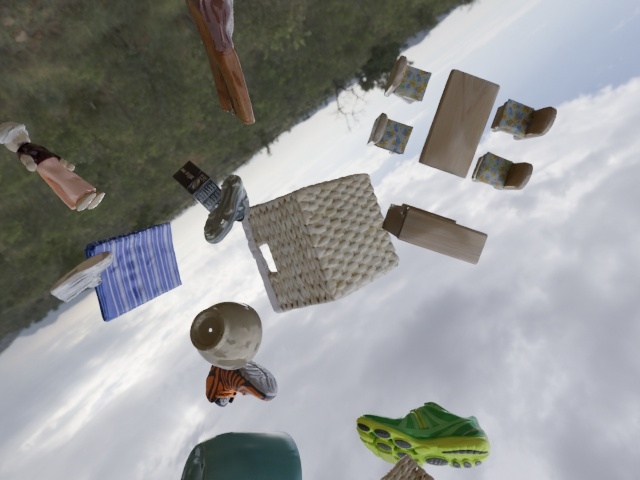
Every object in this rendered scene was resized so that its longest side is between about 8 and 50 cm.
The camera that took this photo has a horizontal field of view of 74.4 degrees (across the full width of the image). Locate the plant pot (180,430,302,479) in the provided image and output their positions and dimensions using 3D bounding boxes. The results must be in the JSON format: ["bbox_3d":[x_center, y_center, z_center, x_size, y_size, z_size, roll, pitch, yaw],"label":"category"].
[{"bbox_3d":[-0.222,0.634,1.080,0.293,0.235,0.292,-41,-142,42],"label":"plant pot"}]

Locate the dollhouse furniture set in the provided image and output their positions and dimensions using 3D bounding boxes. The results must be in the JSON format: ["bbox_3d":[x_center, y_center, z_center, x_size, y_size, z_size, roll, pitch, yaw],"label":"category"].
[{"bbox_3d":[0.290,-0.177,0.940,0.256,0.362,0.393,-99,-153,-82],"label":"dollhouse furniture set"}]

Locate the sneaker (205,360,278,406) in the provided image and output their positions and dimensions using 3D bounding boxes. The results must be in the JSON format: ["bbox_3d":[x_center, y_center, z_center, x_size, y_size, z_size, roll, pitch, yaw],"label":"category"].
[{"bbox_3d":[-0.274,0.497,1.426,0.321,0.125,0.180,21,-93,47],"label":"sneaker"}]

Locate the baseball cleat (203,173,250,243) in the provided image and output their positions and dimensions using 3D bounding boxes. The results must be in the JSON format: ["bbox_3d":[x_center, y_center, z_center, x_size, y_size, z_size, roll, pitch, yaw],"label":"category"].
[{"bbox_3d":[-0.205,-0.058,0.983,0.072,0.109,0.205,-2,-128,20],"label":"baseball cleat"}]

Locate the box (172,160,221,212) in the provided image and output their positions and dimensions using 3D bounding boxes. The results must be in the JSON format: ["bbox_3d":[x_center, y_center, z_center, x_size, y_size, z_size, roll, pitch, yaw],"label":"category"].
[{"bbox_3d":[-0.363,-0.149,1.351,0.077,0.180,0.147,-47,-127,-8],"label":"box"}]

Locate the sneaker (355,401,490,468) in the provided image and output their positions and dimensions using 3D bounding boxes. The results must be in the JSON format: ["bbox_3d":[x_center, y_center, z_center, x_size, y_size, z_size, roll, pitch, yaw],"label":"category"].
[{"bbox_3d":[0.229,0.442,0.971,0.296,0.109,0.123,5,-154,7],"label":"sneaker"}]

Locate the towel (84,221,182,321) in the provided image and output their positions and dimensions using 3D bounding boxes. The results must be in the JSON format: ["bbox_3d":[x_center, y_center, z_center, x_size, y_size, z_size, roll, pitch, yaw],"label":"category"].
[{"bbox_3d":[-0.581,0.089,1.356,0.040,0.243,0.336,-1,-166,25],"label":"towel"}]

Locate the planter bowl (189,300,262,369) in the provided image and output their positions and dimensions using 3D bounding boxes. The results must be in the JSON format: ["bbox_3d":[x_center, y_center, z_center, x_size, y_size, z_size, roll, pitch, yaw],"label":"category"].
[{"bbox_3d":[-0.231,0.212,0.977,0.162,0.109,0.162,-8,-113,21],"label":"planter bowl"}]

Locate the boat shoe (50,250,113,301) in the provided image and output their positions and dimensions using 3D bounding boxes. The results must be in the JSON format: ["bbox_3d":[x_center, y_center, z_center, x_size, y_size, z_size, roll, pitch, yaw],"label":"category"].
[{"bbox_3d":[-0.611,0.098,1.102,0.184,0.063,0.066,-37,-146,-4],"label":"boat shoe"}]

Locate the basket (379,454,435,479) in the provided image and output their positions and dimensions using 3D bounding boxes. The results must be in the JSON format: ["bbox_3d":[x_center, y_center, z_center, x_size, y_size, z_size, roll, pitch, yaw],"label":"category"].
[{"bbox_3d":[0.106,0.418,0.617,0.167,0.113,0.103,-27,-128,-31],"label":"basket"}]

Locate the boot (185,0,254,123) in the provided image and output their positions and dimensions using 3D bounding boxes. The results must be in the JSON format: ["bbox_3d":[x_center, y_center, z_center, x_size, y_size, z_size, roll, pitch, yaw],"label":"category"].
[{"bbox_3d":[-0.177,-0.350,0.773,0.096,0.280,0.264,-25,-145,-24],"label":"boot"}]

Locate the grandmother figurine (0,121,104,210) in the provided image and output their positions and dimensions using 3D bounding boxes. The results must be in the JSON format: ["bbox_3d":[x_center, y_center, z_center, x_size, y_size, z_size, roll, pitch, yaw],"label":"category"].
[{"bbox_3d":[-0.854,-0.234,1.308,0.104,0.342,0.208,-48,-172,-4],"label":"grandmother figurine"}]

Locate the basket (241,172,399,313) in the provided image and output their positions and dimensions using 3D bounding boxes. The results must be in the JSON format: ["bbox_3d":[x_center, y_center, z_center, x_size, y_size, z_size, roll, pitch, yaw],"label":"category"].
[{"bbox_3d":[0.000,0.000,1.225,0.331,0.328,0.267,-20,-179,-42],"label":"basket"}]
